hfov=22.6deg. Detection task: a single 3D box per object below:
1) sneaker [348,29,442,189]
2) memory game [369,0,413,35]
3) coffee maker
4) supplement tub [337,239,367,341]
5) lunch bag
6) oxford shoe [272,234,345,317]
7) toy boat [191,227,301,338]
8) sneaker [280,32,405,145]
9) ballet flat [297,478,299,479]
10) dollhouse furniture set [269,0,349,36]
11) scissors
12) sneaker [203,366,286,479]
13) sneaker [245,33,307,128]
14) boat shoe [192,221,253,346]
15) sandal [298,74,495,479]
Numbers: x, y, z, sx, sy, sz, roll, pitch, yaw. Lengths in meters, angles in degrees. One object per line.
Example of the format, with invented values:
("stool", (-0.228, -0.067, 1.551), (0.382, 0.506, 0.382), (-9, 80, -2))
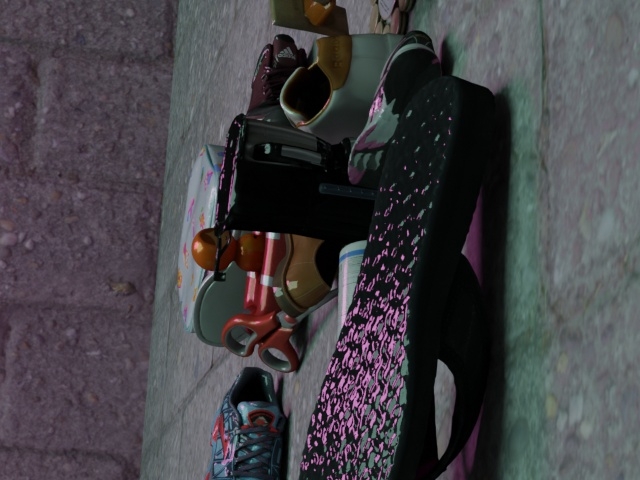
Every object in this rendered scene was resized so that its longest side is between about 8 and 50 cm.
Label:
("sneaker", (0.081, -0.129, 1.590), (0.077, 0.072, 0.178), (-79, 12, -53))
("memory game", (0.082, -0.292, 1.770), (0.186, 0.012, 0.186), (-174, 90, -78))
("coffee maker", (-0.016, -0.038, 1.690), (0.120, 0.178, 0.171), (-115, 35, -70))
("supplement tub", (0.052, 0.060, 1.574), (0.071, 0.071, 0.107), (123, 150, -65))
("lunch bag", (-0.149, 0.007, 2.477), (0.224, 0.107, 0.279), (-121, 38, -67))
("oxford shoe", (0.000, 0.000, 1.908), (0.076, 0.076, 0.212), (-28, 35, 28))
("toy boat", (-0.094, 0.013, 2.100), (0.151, 0.151, 0.231), (-166, 83, -78))
("sneaker", (0.006, -0.137, 1.784), (0.290, 0.123, 0.106), (111, 160, -54))
("ballet flat", (-0.014, 0.337, 1.629), (0.348, 0.123, 0.123), (-100, 20, -55))
("dollhouse furniture set", (0.056, -0.372, 1.667), (0.262, 0.135, 0.259), (-48, 40, 48))
("scissors", (-0.052, 0.095, 1.977), (0.021, 0.109, 0.297), (-61, 1, -28))
("sneaker", (-0.098, 0.268, 2.103), (0.262, 0.104, 0.125), (-99, 21, -52))
("sneaker", (-0.058, -0.207, 2.181), (0.281, 0.106, 0.163), (173, 106, -79))
("boat shoe", (-0.105, 0.017, 2.283), (0.091, 0.114, 0.303), (-101, 33, -54))
("sandal", (0.089, 0.082, 1.333), (0.167, 0.107, 0.446), (-10, 62, 67))
